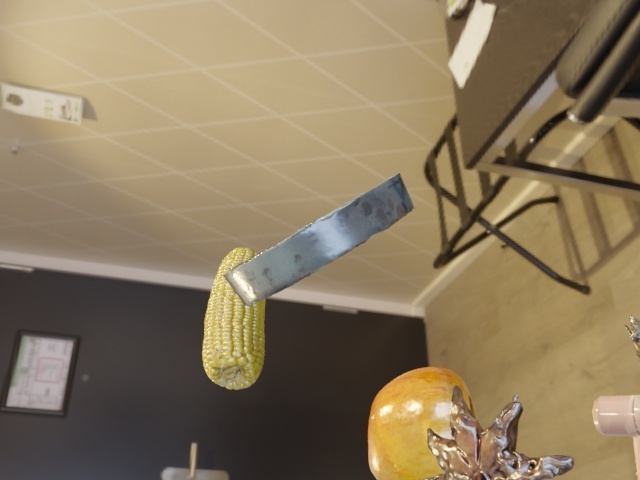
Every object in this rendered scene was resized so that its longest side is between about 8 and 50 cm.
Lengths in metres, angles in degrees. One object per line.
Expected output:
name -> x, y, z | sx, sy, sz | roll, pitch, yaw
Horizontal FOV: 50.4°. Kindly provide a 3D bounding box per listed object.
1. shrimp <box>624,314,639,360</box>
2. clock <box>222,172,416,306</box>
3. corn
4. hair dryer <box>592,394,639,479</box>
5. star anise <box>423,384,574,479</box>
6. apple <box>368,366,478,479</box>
shrimp -> 0.573, 0.209, 1.039 | 0.251, 0.052, 0.143 | 49, 136, 9
clock -> 0.000, -0.002, 1.032 | 0.061, 0.313, 0.312 | 60, 163, -2
corn -> -0.178, 0.157, 1.458 | 0.344, 0.131, 0.131 | -91, 16, -50
hair dryer -> 0.802, 0.563, 1.708 | 0.189, 0.107, 0.344 | -12, 73, 38
star anise -> 0.214, 0.335, 0.936 | 0.272, 0.103, 0.271 | -4, 84, 48
apple -> 0.244, 0.459, 1.628 | 0.299, 0.275, 0.298 | -12, -90, -74
